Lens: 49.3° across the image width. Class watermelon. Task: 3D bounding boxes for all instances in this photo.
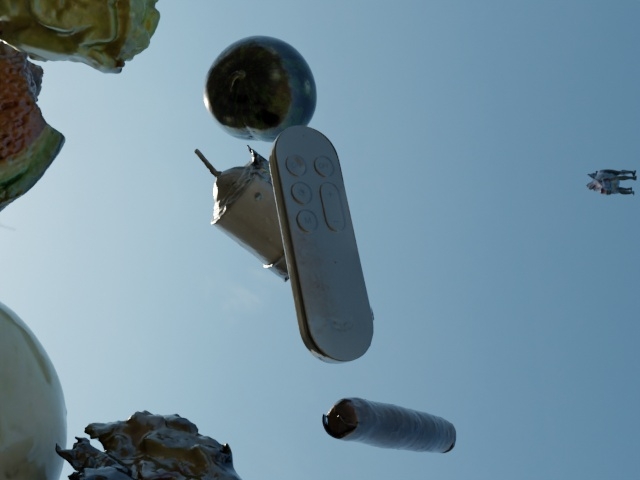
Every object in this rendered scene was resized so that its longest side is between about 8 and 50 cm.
[{"bbox_3d":[-0.137,-0.352,1.641,0.269,0.269,0.269,9,-74,32],"label":"watermelon"}]

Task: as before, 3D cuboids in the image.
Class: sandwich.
[{"bbox_3d":[-0.497,-0.186,1.138,0.162,0.250,0.301,19,-55,6],"label":"sandwich"}]

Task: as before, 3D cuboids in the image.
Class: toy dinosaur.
[{"bbox_3d":[0.516,-0.105,1.242,0.080,0.197,0.045,5,-72,17],"label":"toy dinosaur"}]

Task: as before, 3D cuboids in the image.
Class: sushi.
[{"bbox_3d":[-0.159,0.288,0.656,0.200,0.213,0.204,36,-69,51],"label":"sushi"}]

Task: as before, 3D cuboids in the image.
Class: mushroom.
[{"bbox_3d":[-0.440,0.203,0.709,0.336,0.314,0.314,-23,-92,30],"label":"mushroom"}]

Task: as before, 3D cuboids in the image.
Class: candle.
[{"bbox_3d":[-0.137,-0.075,1.461,0.330,0.187,0.187,39,-56,-14],"label":"candle"}]

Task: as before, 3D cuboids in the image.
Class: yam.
[{"bbox_3d":[0.080,0.194,0.723,0.046,0.264,0.046,-11,-113,27],"label":"yam"}]

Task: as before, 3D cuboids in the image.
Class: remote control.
[{"bbox_3d":[0.000,0.000,0.692,0.022,0.077,0.245,-36,-119,56],"label":"remote control"}]

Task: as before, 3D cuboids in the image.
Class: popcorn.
[{"bbox_3d":[-0.278,-0.276,0.783,0.185,0.187,0.167,-3,-109,24],"label":"popcorn"}]
